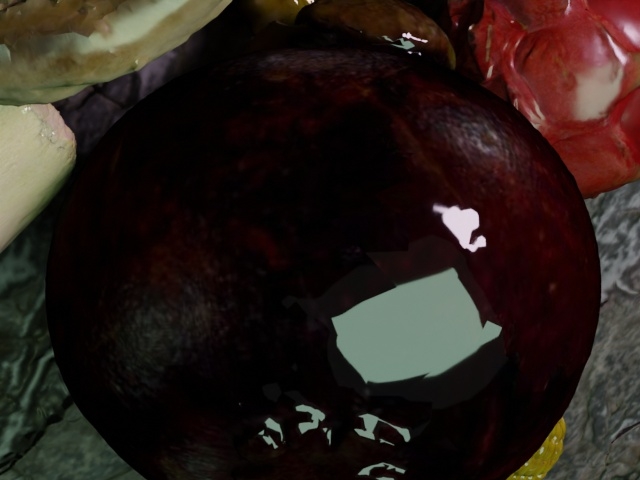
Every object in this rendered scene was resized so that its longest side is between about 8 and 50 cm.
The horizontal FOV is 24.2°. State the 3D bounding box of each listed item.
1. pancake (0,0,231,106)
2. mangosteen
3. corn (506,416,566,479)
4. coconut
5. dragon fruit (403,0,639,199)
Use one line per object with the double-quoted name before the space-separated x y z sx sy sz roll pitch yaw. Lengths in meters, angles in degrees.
"pancake" -0.174 -0.215 0.630 0.356 0.065 0.356 -1 103 -4
"mangosteen" -0.002 0.018 0.824 0.297 0.293 0.297 -6 120 -10
"corn" 0.063 0.115 1.072 0.305 0.106 0.106 17 111 -39
"coconut" -0.216 -0.041 0.760 0.152 0.147 0.147 -45 134 -10
"dragon fruit" 0.150 -0.108 0.931 0.209 0.172 0.172 -4 122 -31
